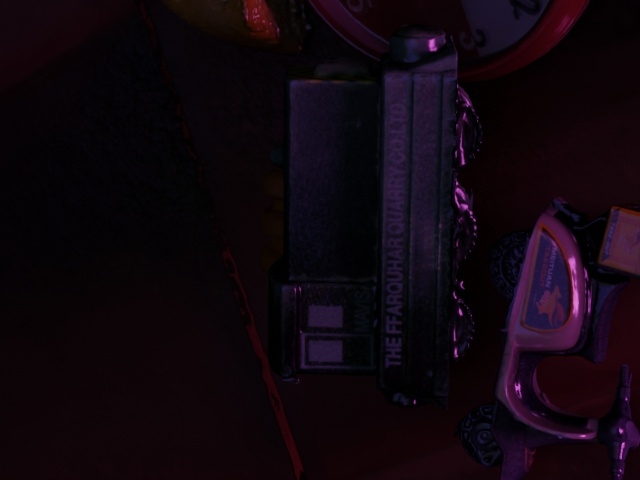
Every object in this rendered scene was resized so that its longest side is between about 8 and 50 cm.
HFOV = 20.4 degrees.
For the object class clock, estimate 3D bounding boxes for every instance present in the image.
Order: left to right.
[{"bbox_3d":[0.098,-0.286,1.524,0.318,0.080,0.318,15,121,27],"label":"clock"}]

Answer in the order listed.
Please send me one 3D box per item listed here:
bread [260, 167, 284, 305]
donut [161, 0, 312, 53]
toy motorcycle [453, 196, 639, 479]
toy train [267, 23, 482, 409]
[{"bbox_3d":[0.000,0.000,1.622,0.119,0.084,0.177,6,99,29],"label":"bread"},{"bbox_3d":[-0.105,-0.291,1.668,0.152,0.101,0.259,-9,91,35],"label":"donut"},{"bbox_3d":[0.207,0.092,1.505,0.157,0.091,0.263,15,100,25],"label":"toy motorcycle"},{"bbox_3d":[0.044,-0.017,1.500,0.178,0.138,0.330,1,104,2],"label":"toy train"}]
